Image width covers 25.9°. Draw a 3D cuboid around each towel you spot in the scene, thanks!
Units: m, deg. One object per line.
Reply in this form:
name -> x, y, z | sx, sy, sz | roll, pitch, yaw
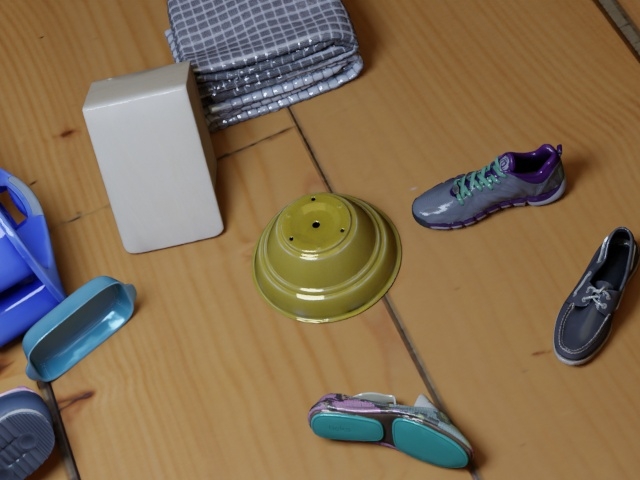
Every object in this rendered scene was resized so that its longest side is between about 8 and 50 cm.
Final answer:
towel -> -0.097, -0.323, 2.165 | 0.283, 0.121, 0.235 | -19, 53, -2

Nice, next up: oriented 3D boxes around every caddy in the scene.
caddy -> -0.476, -0.014, 1.956 | 0.179, 0.241, 0.341 | -36, 57, -9

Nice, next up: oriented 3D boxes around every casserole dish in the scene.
casserole dish -> -0.336, 0.116, 1.910 | 0.188, 0.114, 0.037 | -39, 63, -15

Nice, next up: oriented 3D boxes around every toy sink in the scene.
toy sink -> -0.236, -0.123, 2.032 | 0.152, 0.234, 0.131 | -13, 25, 4

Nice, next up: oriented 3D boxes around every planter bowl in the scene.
planter bowl -> 0.000, 0.000, 1.940 | 0.217, 0.090, 0.217 | -6, 55, 8

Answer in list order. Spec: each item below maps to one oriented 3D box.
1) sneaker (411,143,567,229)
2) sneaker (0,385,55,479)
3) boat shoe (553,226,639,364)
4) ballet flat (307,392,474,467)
sneaker -> 0.232, -0.086, 1.947 | 0.223, 0.098, 0.083 | -16, 54, 0
sneaker -> -0.494, 0.304, 1.841 | 0.319, 0.112, 0.131 | -29, 25, -2
boat shoe -> 0.361, 0.069, 1.834 | 0.075, 0.065, 0.206 | 22, 63, 24
ballet flat -> 0.095, 0.229, 1.780 | 0.221, 0.077, 0.079 | 9, 39, 17
